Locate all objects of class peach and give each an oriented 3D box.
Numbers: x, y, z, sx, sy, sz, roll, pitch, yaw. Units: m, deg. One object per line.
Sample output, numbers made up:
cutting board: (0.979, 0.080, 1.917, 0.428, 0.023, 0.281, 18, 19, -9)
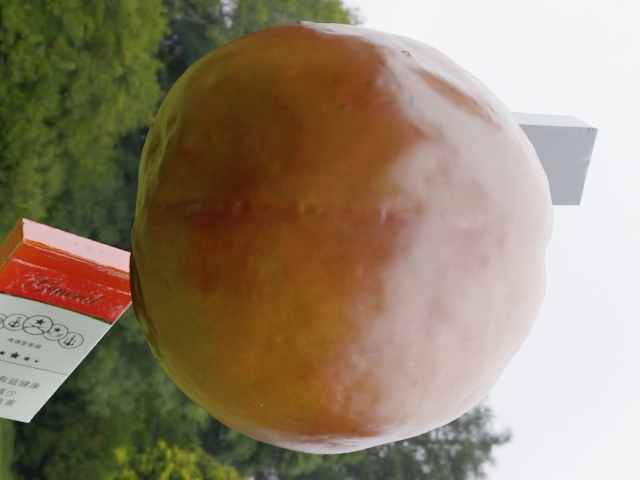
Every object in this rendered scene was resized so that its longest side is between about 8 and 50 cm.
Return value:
peach: (0.000, 0.000, 0.851, 0.343, 0.302, 0.342, -172, -90, -68)

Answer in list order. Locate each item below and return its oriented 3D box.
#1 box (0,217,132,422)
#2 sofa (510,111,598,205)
box: (-0.285, 0.085, 1.037, 0.245, 0.139, 0.035, -48, -139, 28)
sofa: (0.184, -0.079, 1.029, 0.060, 0.147, 0.085, -139, -127, -58)
